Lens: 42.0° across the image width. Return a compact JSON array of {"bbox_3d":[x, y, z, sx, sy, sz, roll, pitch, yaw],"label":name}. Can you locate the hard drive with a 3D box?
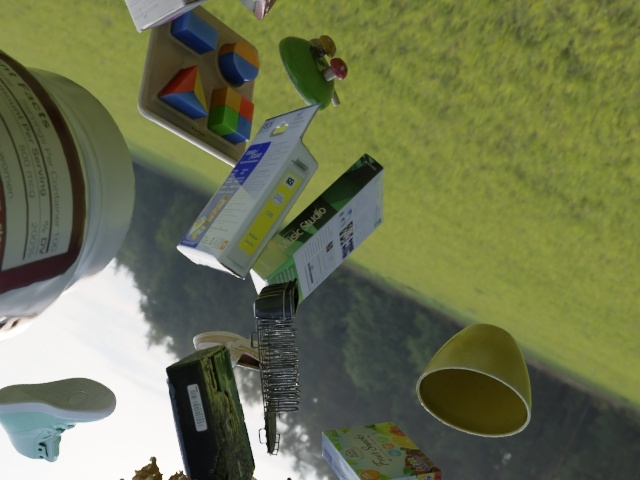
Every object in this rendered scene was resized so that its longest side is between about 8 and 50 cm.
[{"bbox_3d":[-0.172,0.296,1.345,0.064,0.237,0.339,-13,178,1],"label":"hard drive"}]

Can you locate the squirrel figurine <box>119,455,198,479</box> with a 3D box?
[{"bbox_3d":[-0.209,0.437,0.865,0.370,0.281,0.397,11,-146,6],"label":"squirrel figurine"}]

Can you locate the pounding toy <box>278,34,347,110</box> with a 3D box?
[{"bbox_3d":[0.010,-0.400,1.893,0.183,0.110,0.237,63,-159,-2],"label":"pounding toy"}]

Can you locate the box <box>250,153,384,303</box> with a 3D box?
[{"bbox_3d":[0.000,0.000,1.648,0.058,0.322,0.232,39,163,20],"label":"box"}]

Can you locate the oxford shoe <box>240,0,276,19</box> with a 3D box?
[{"bbox_3d":[-0.130,-0.484,1.455,0.146,0.140,0.397,30,-171,-16],"label":"oxford shoe"}]

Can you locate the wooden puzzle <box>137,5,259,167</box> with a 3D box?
[{"bbox_3d":[-0.241,-0.364,1.823,0.080,0.348,0.322,-12,155,34],"label":"wooden puzzle"}]

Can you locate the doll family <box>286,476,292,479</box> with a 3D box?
[{"bbox_3d":[-0.026,0.447,1.225,0.193,0.076,0.111,59,162,24],"label":"doll family"}]

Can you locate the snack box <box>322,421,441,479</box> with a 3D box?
[{"bbox_3d":[0.070,0.270,1.016,0.100,0.037,0.141,-5,-167,-19],"label":"snack box"}]

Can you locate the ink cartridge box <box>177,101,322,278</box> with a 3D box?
[{"bbox_3d":[-0.112,-0.086,1.455,0.072,0.307,0.303,39,169,-18],"label":"ink cartridge box"}]

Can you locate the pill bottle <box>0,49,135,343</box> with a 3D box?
[{"bbox_3d":[-0.281,-0.022,0.494,0.224,0.224,0.392,27,-168,9],"label":"pill bottle"}]

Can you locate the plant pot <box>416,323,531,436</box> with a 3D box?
[{"bbox_3d":[0.193,0.156,0.997,0.134,0.095,0.134,16,140,13],"label":"plant pot"}]

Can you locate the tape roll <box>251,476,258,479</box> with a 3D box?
[{"bbox_3d":[-0.198,0.618,1.700,0.100,0.286,0.286,27,179,37],"label":"tape roll"}]

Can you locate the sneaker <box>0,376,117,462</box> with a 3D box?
[{"bbox_3d":[-0.479,0.343,1.562,0.256,0.151,0.094,-3,-151,18],"label":"sneaker"}]

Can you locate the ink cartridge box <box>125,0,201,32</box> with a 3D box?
[{"bbox_3d":[-0.282,-0.489,1.453,0.234,0.088,0.193,2,117,58],"label":"ink cartridge box"}]

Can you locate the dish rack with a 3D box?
[{"bbox_3d":[-0.066,0.206,1.361,0.074,0.272,0.208,-3,-176,2],"label":"dish rack"}]

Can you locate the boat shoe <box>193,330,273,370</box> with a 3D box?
[{"bbox_3d":[-0.173,0.226,1.676,0.170,0.059,0.063,13,139,-20],"label":"boat shoe"}]
